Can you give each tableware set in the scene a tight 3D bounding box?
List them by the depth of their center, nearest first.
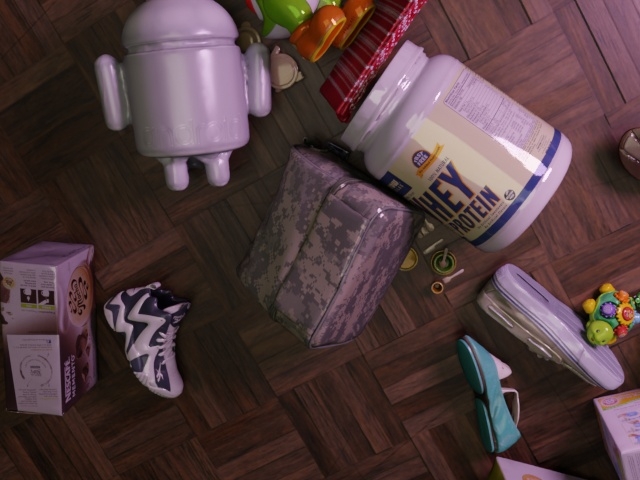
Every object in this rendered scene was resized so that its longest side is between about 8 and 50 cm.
[{"bbox_3d":[-0.079,-0.363,1.328,0.168,0.020,0.141,43,101,-2],"label":"tableware set"},{"bbox_3d":[0.189,0.030,1.384,0.104,0.024,0.154,-35,97,13],"label":"tableware set"}]

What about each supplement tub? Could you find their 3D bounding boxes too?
[{"bbox_3d":[0.220,-0.158,1.228,0.324,0.235,0.235,34,105,-1],"label":"supplement tub"}]

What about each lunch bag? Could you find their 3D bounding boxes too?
[{"bbox_3d":[0.000,0.000,1.304,0.256,0.212,0.305,35,108,26],"label":"lunch bag"}]

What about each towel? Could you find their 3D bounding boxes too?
[{"bbox_3d":[0.092,-0.334,1.227,0.031,0.199,0.275,29,106,-20],"label":"towel"}]

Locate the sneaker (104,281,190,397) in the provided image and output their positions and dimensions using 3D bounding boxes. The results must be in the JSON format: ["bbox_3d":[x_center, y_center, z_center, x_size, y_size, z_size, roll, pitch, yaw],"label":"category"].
[{"bbox_3d":[-0.302,0.186,1.443,0.153,0.094,0.235,-29,88,21],"label":"sneaker"}]

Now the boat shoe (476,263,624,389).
[{"bbox_3d":[0.422,0.169,1.359,0.302,0.109,0.094,43,121,4],"label":"boat shoe"}]

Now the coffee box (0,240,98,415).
[{"bbox_3d":[-0.522,0.166,1.428,0.118,0.168,0.297,4,103,6],"label":"coffee box"}]

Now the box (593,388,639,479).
[{"bbox_3d":[0.574,0.365,1.321,0.103,0.203,0.114,-16,102,11],"label":"box"}]

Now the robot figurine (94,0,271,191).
[{"bbox_3d":[-0.231,-0.268,1.275,0.299,0.200,0.354,-9,103,-12],"label":"robot figurine"}]

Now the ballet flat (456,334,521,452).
[{"bbox_3d":[0.328,0.282,1.406,0.087,0.083,0.248,-20,101,-14],"label":"ballet flat"}]

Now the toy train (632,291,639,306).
[{"bbox_3d":[0.609,0.130,1.359,0.023,0.017,0.083,-42,95,3],"label":"toy train"}]

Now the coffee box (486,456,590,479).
[{"bbox_3d":[0.442,0.655,1.316,0.334,0.338,0.338,16,106,-6],"label":"coffee box"}]

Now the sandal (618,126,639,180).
[{"bbox_3d":[0.610,-0.138,1.280,0.219,0.060,0.090,13,111,-11],"label":"sandal"}]

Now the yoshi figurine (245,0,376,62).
[{"bbox_3d":[-0.072,-0.482,1.216,0.362,0.203,0.203,44,84,7],"label":"yoshi figurine"}]

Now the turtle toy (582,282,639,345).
[{"bbox_3d":[0.523,0.141,1.327,0.130,0.066,0.095,-36,98,-20],"label":"turtle toy"}]
